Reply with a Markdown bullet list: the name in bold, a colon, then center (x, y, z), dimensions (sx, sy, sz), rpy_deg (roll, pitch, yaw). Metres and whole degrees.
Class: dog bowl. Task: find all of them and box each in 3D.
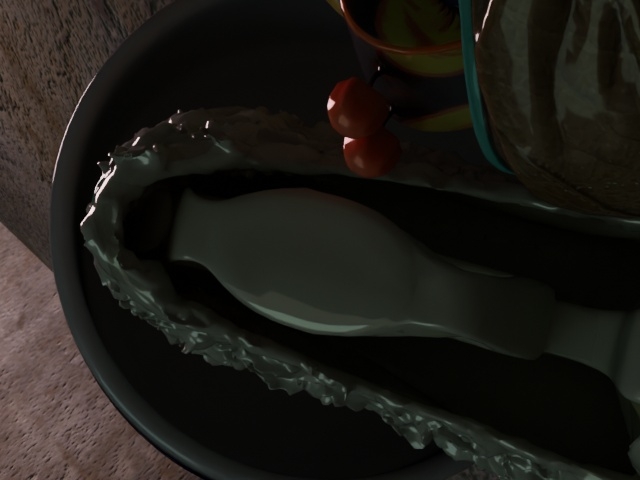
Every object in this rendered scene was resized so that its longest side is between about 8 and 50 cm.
- **dog bowl**: center (0.000, 0.000, 0.757), dimensions (0.265, 0.265, 0.104), rpy_deg (45, 167, 4)

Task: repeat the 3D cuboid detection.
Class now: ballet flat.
- **ballet flat**: center (0.088, 0.041, 0.595), dimensions (0.409, 0.147, 0.147), rpy_deg (14, 157, 11)
- **ballet flat**: center (0.078, -0.158, 0.389), dimensions (0.124, 0.116, 0.342), rpy_deg (8, 122, 41)

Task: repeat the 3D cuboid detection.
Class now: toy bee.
- **toy bee**: center (0.036, -0.113, 0.568), dimensions (0.298, 0.162, 0.195), rpy_deg (28, 157, 51)
